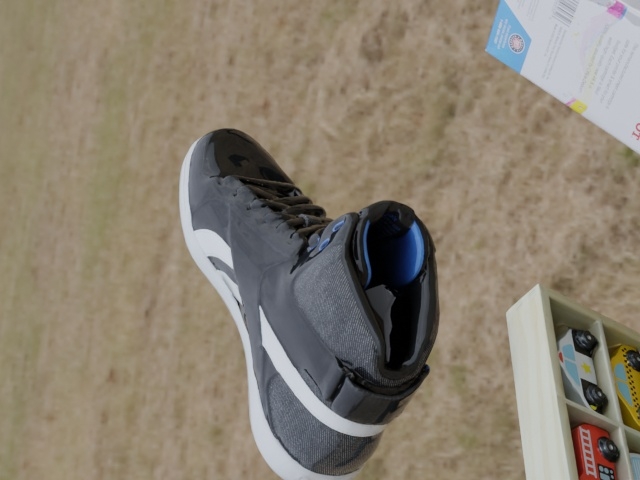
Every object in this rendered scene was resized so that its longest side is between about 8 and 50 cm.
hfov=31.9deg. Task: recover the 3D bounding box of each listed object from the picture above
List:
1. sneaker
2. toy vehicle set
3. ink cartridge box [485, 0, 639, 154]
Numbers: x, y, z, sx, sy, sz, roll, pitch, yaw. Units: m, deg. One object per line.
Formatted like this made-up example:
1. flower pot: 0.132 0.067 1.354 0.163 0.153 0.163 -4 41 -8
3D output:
1. sneaker: 0.000 0.000 0.552 0.121 0.079 0.217 -54 46 39
2. toy vehicle set: 0.200 0.166 0.680 0.035 0.166 0.267 -46 30 38
3. ink cartridge box: 0.188 -0.128 0.666 0.143 0.090 0.092 38 150 18
